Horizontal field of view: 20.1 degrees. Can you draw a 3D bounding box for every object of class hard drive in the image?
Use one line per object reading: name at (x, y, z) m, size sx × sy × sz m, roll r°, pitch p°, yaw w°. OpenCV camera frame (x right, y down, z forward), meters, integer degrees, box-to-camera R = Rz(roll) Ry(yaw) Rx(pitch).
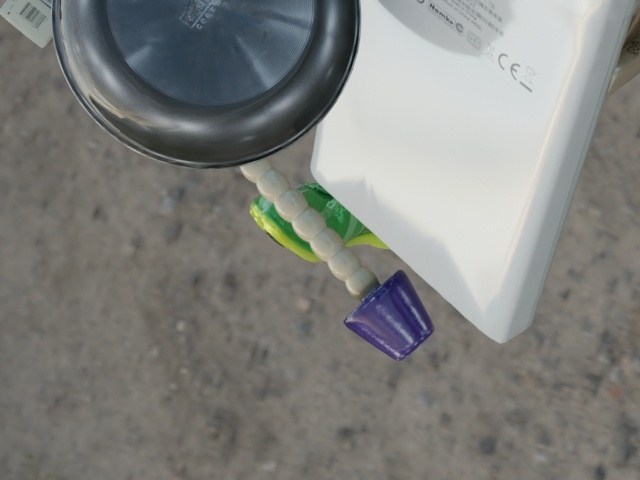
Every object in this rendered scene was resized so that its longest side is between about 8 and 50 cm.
hard drive at (0.087, -0.100, 1.158) m, size 0.203 × 0.040 × 0.307 m, roll 43°, pitch 145°, yaw 27°

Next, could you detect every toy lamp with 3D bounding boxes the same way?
toy lamp at (0.000, 0.000, 1.717) m, size 0.275 × 0.080 × 0.080 m, roll 46°, pitch 115°, yaw 3°

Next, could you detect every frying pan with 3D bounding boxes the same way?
frying pan at (-0.102, -0.200, 1.133) m, size 0.197 × 0.326 × 0.053 m, roll -29°, pitch 0°, yaw -8°

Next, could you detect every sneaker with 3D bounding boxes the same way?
sneaker at (0.039, -0.052, 2.060) m, size 0.109 × 0.295 × 0.123 m, roll 44°, pitch 124°, yaw 34°

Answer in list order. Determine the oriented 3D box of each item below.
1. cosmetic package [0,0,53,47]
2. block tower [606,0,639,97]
cosmetic package at (-0.290, -0.233, 1.849) m, size 0.041 × 0.060 × 0.115 m, roll -50°, pitch 10°, yaw 5°
block tower at (0.143, -0.261, 1.500) m, size 0.335 × 0.091 × 0.097 m, roll 39°, pitch 138°, yaw 17°
